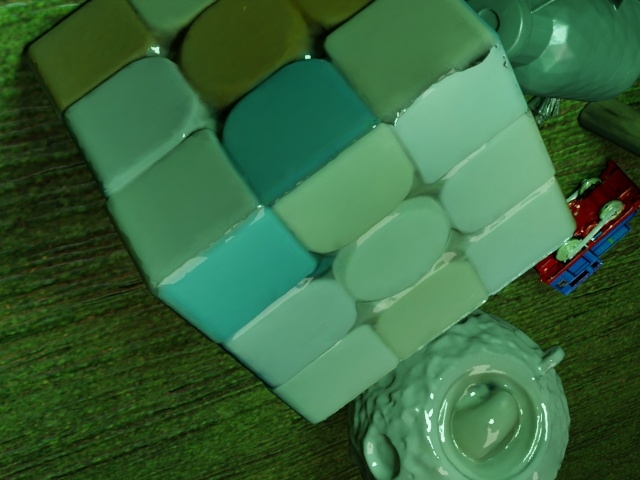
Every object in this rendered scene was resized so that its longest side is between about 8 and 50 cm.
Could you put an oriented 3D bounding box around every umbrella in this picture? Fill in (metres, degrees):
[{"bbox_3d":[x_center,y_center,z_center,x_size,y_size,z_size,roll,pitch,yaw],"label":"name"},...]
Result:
[{"bbox_3d":[0.312,-0.219,1.466,0.044,0.044,0.269,16,121,-3],"label":"umbrella"}]

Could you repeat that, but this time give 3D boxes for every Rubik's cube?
[{"bbox_3d":[-0.012,-0.093,1.080,0.347,0.344,0.346,-35,144,2],"label":"Rubik's cube"}]

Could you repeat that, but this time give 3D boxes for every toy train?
[{"bbox_3d":[0.408,-0.017,1.725,0.204,0.082,0.131,-43,143,14],"label":"toy train"}]

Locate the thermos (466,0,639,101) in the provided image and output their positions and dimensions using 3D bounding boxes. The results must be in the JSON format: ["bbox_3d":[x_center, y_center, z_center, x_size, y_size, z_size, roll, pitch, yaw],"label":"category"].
[{"bbox_3d":[0.268,-0.238,1.248,0.182,0.145,0.286,-33,165,32],"label":"thermos"}]

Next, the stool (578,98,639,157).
[{"bbox_3d":[0.558,-0.194,1.525,0.310,0.226,0.310,-1,131,-39],"label":"stool"}]

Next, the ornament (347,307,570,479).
[{"bbox_3d":[0.202,0.271,1.686,0.337,0.337,0.337,-22,142,-18],"label":"ornament"}]
